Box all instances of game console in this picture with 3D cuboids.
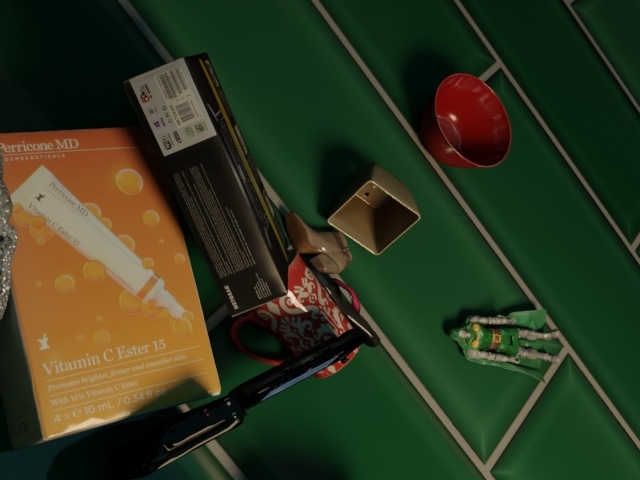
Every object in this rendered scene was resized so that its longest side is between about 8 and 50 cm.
[{"bbox_3d":[-0.091,0.199,0.971,0.361,0.213,0.044,-24,84,-27],"label":"game console"}]

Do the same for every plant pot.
[{"bbox_3d":[0.088,-0.063,1.267,0.109,0.109,0.096,33,34,-20],"label":"plant pot"}]

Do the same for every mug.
[{"bbox_3d":[-0.040,0.121,1.143,0.169,0.150,0.113,50,18,-14],"label":"mug"}]

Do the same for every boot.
[{"bbox_3d":[0.000,0.000,1.234,0.087,0.042,0.118,-21,88,-42],"label":"boot"}]

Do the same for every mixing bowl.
[{"bbox_3d":[0.252,-0.205,1.425,0.182,0.098,0.181,10,70,-30],"label":"mixing bowl"}]

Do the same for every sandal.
[{"bbox_3d":[0.036,0.095,1.205,0.179,0.067,0.040,47,71,-20],"label":"sandal"}]

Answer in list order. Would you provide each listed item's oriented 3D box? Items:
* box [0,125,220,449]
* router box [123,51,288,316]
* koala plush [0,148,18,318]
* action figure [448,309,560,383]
[{"bbox_3d":[-0.287,0.053,0.947,0.215,0.168,0.345,-10,79,-35],"label":"box"},{"bbox_3d":[-0.134,-0.086,1.012,0.081,0.243,0.308,-22,104,4],"label":"router box"},{"bbox_3d":[-0.440,-0.021,0.763,0.221,0.196,0.203,-3,118,-51],"label":"koala plush"},{"bbox_3d":[0.323,0.177,1.371,0.232,0.063,0.137,9,73,-27],"label":"action figure"}]
